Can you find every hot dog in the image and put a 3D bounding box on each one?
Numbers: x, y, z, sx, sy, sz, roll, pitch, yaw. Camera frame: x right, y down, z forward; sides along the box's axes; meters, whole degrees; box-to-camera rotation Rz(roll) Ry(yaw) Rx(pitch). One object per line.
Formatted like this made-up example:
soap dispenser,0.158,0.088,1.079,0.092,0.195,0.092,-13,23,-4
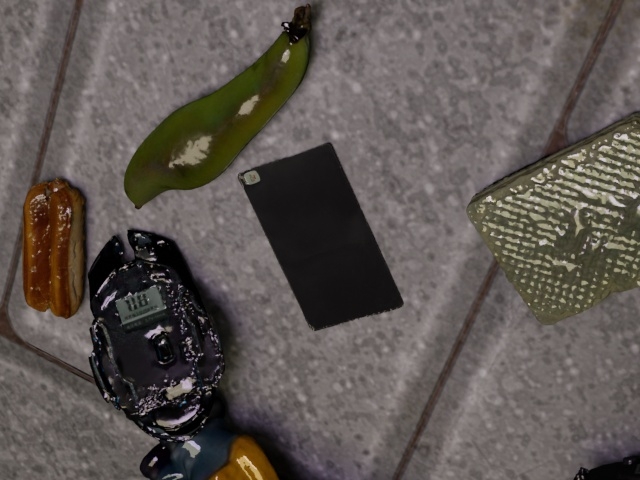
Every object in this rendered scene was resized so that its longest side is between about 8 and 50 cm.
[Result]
hot dog,-0.296,0.009,1.546,0.071,0.045,0.165,15,118,17

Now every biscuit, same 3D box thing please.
biscuit,0.276,-0.027,1.296,0.252,0.052,0.150,-27,103,27

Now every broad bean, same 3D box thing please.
broad bean,-0.092,-0.129,1.395,0.075,0.067,0.325,30,124,-30

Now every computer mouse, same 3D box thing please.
computer mouse,-0.179,0.104,1.511,0.146,0.077,0.242,-19,81,5

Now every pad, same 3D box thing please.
pad,0.000,0.000,1.447,0.116,0.004,0.193,-18,106,28

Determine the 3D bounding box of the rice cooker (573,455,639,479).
rice cooker,0.333,0.278,1.366,0.203,0.142,0.118,-8,99,21

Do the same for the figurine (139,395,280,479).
figurine,-0.059,0.328,1.507,0.332,0.204,0.185,33,124,5
